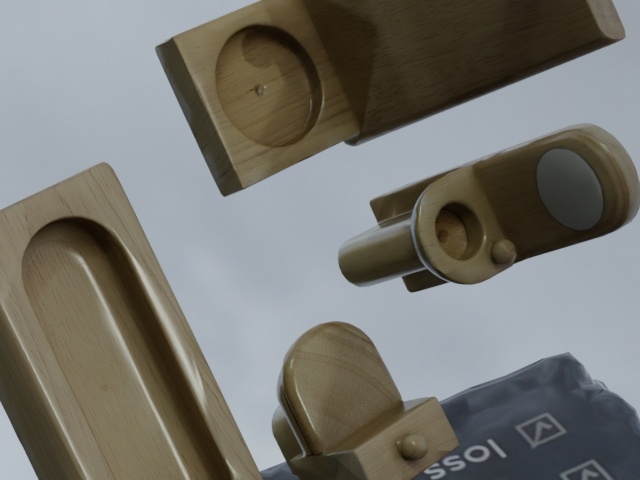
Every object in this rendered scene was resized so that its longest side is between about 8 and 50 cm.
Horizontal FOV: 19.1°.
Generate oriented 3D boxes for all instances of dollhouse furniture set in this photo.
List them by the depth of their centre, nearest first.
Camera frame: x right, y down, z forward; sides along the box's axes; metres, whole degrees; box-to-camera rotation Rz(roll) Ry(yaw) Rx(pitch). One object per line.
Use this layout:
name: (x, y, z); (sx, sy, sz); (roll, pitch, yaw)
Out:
dollhouse furniture set: (0.000, 0.000, 0.506); (0.123, 0.151, 0.144); (-19, -82, 54)

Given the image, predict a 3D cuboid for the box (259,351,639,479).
box: (-0.007, 0.326, 0.483); (0.472, 0.480, 0.297); (-134, -150, -55)
